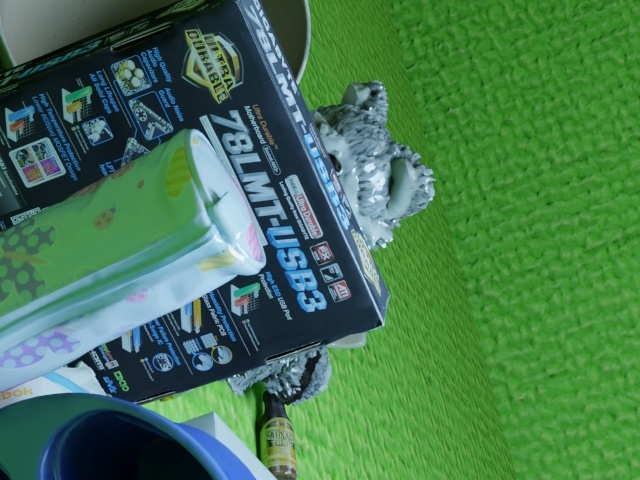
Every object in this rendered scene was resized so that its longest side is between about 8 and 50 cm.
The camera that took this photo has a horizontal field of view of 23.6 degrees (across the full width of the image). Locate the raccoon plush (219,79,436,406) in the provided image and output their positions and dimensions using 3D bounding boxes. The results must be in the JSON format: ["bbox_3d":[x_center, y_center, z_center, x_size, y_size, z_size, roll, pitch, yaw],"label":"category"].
[{"bbox_3d":[0.000,0.000,1.629,0.216,0.299,0.446,57,6,15],"label":"raccoon plush"}]

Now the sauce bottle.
[{"bbox_3d":[-0.050,0.224,1.743,0.042,0.042,0.128,57,17,-44],"label":"sauce bottle"}]

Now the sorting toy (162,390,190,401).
[{"bbox_3d":[-0.146,0.116,1.526,0.075,0.045,0.083,64,13,2],"label":"sorting toy"}]

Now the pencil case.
[{"bbox_3d":[-0.174,0.027,1.063,0.113,0.273,0.124,63,7,-3],"label":"pencil case"}]

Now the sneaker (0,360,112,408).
[{"bbox_3d":[-0.187,0.149,1.219,0.229,0.087,0.092,47,28,-61],"label":"sneaker"}]

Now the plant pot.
[{"bbox_3d":[-0.171,-0.172,1.449,0.191,0.284,0.284,128,-50,-63],"label":"plant pot"}]

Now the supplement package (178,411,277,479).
[{"bbox_3d":[-0.098,0.252,1.382,0.179,0.105,0.105,56,20,-48],"label":"supplement package"}]

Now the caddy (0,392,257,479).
[{"bbox_3d":[-0.132,0.265,0.960,0.179,0.241,0.341,34,38,-78],"label":"caddy"}]

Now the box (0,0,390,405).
[{"bbox_3d":[-0.133,-0.022,1.227,0.073,0.293,0.295,-79,146,-65],"label":"box"}]

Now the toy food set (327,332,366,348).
[{"bbox_3d":[-0.015,-0.024,2.113,0.220,0.092,0.306,-91,158,-52],"label":"toy food set"}]
